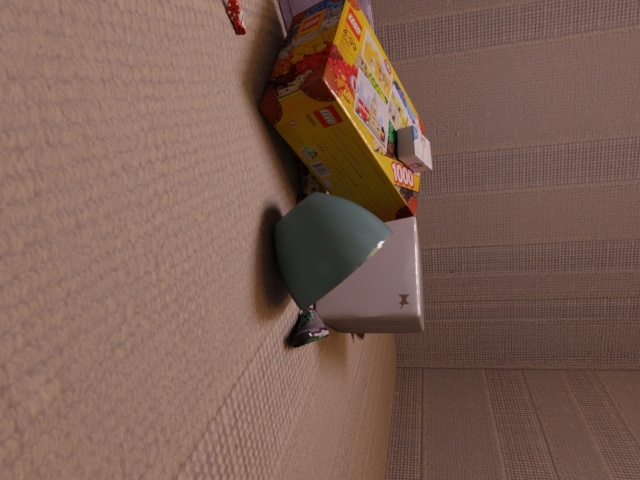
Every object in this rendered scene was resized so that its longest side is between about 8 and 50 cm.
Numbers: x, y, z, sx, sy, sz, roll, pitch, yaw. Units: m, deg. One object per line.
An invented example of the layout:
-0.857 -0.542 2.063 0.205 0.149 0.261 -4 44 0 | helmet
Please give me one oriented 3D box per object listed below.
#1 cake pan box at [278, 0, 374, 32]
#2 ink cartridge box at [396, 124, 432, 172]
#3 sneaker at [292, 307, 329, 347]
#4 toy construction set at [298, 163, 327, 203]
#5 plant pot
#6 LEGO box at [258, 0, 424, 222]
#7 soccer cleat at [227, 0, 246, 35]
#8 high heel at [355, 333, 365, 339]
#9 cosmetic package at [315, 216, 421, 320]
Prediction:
0.009 -0.667 1.279 0.266 0.246 0.070 69 19 -48 | cake pan box
0.258 -0.247 1.282 0.122 0.052 0.088 21 63 -55 | ink cartridge box
-0.041 0.230 1.272 0.224 0.083 0.098 41 27 -77 | sneaker
0.017 -0.158 1.435 0.215 0.151 0.327 32 45 -74 | toy construction set
0.000 0.000 1.129 0.195 0.290 0.290 49 18 -1 | plant pot
0.092 -0.334 1.283 0.500 0.193 0.372 46 45 -41 | LEGO box
-0.170 -0.460 0.957 0.083 0.029 0.035 71 12 -57 | soccer cleat
0.165 0.352 1.985 0.261 0.093 0.186 -16 96 -85 | high heel
0.186 0.140 1.637 0.393 0.330 0.327 53 36 -68 | cosmetic package
